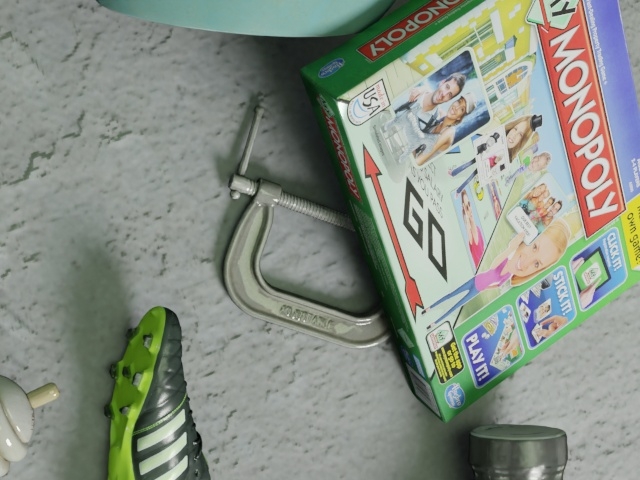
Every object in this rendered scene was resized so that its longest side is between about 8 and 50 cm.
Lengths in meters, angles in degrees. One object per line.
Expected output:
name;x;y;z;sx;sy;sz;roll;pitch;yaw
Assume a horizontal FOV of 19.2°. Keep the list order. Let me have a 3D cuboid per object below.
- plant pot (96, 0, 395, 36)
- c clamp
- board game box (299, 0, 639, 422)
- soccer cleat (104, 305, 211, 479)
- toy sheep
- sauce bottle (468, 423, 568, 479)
plant pot;-0.044;-0.257;1.189;0.293;0.293;0.235;1;107;-18
c clamp;0.000;0.000;1.338;0.161;0.022;0.137;25;84;-17
board game box;0.121;-0.045;1.278;0.213;0.046;0.317;-34;135;-14
soccer cleat;-0.109;0.133;1.292;0.072;0.060;0.179;6;96;-28
toy sheep;-0.233;0.120;1.232;0.132;0.091;0.091;-25;100;3
sauce bottle;0.142;0.305;1.348;0.111;0.111;0.344;-2;94;-18
